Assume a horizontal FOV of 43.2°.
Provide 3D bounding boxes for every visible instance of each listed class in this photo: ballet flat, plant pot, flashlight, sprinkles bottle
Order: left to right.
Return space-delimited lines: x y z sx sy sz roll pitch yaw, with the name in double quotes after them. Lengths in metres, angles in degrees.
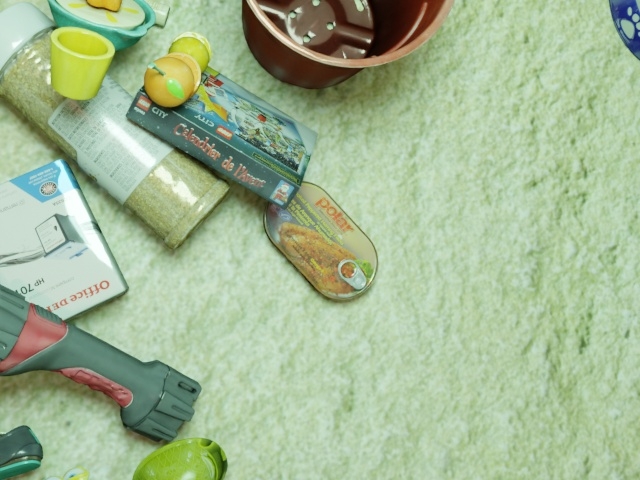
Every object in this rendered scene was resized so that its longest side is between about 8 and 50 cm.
-0.455 0.290 1.030 0.203 0.074 0.074 -22 91 -5 "ballet flat"
-0.298 0.164 0.998 0.304 0.103 0.103 39 49 -33 "flashlight"
-0.284 -0.146 1.054 0.355 0.121 0.121 42 80 -6 "sprinkles bottle"
0.009 -0.326 1.048 0.272 0.265 0.273 0 87 -11 "plant pot"

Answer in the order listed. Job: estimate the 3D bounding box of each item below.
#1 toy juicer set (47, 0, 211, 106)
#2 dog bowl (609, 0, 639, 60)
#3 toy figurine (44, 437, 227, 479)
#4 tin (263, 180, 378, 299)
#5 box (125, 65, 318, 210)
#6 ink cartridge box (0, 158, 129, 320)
-0.239 -0.283 1.016 0.209 0.329 0.090 5 128 -26 "toy juicer set"
0.587 -0.388 1.245 0.264 0.104 0.265 1 86 -11 "dog bowl"
-0.272 0.387 0.966 0.362 0.217 0.191 -17 92 -6 "toy figurine"
0.000 0.000 1.145 0.106 0.040 0.190 -43 95 -6 "tin"
-0.122 -0.152 1.068 0.233 0.159 0.044 31 123 -10 "box"
-0.354 0.010 1.053 0.139 0.082 0.191 -26 91 -11 "ink cartridge box"
